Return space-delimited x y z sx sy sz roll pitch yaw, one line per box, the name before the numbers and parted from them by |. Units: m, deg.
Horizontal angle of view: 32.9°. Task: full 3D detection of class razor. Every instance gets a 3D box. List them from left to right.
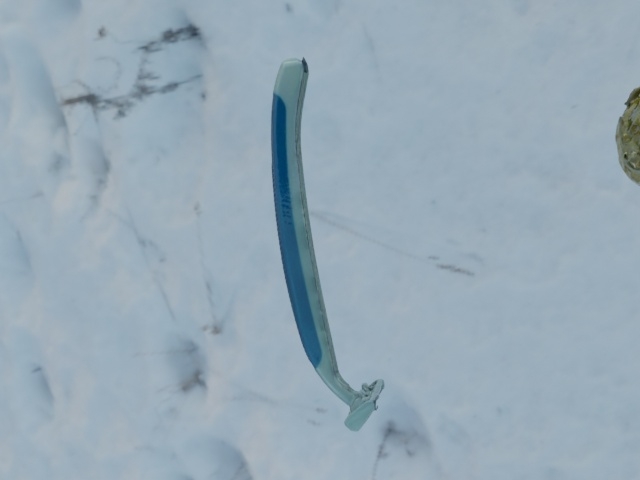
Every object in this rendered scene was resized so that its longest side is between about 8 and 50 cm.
razor | -0.004 0.001 0.564 0.037 0.068 0.191 -13 91 7

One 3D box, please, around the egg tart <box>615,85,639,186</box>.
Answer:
egg tart | 0.477 -0.153 1.249 0.295 0.295 0.116 14 136 39
